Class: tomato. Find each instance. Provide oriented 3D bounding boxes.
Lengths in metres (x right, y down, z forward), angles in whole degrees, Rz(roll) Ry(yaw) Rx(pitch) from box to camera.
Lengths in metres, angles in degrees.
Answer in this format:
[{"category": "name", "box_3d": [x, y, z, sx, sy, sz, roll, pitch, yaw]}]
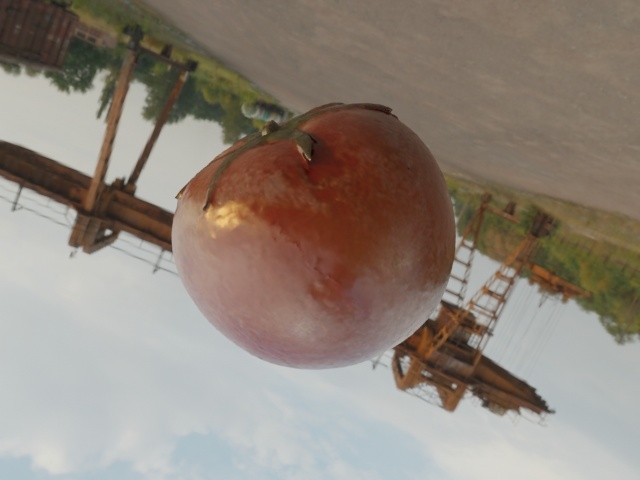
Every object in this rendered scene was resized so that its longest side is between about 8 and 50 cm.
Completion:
[{"category": "tomato", "box_3d": [0.000, 0.000, 0.569, 0.264, 0.265, 0.265, 24, -170, -4]}]
